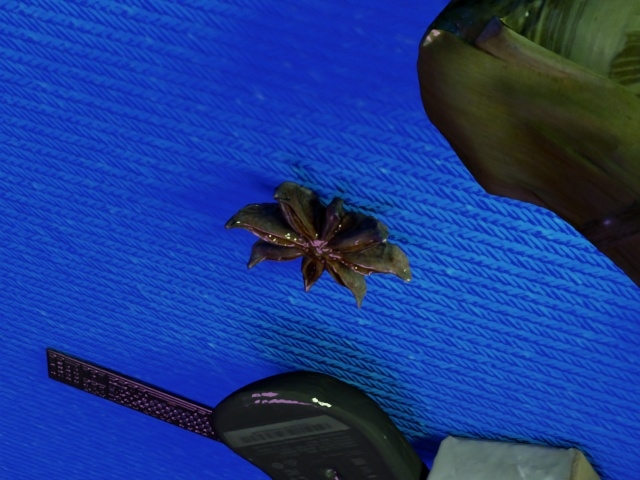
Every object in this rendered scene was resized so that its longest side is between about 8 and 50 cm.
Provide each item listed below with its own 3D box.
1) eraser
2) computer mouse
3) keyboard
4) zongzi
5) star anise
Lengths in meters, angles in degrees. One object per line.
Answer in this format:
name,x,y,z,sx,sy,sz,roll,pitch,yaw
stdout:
eraser,0.226,0.300,1.438,0.144,0.078,0.343,2,145,34
computer mouse,0.012,0.176,1.379,0.147,0.088,0.264,-8,138,25
keyboard,-0.182,0.157,1.562,0.198,0.010,0.063,20,148,7
zongzi,0.143,-0.025,0.771,0.251,0.274,0.125,12,141,20
star anise,0.000,0.000,1.144,0.141,0.042,0.141,15,149,9
